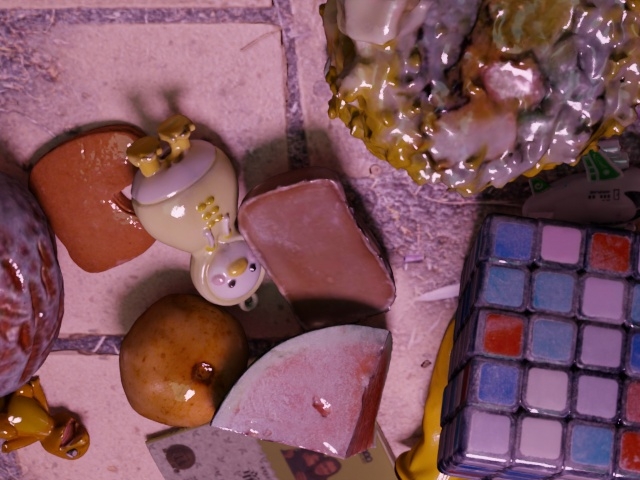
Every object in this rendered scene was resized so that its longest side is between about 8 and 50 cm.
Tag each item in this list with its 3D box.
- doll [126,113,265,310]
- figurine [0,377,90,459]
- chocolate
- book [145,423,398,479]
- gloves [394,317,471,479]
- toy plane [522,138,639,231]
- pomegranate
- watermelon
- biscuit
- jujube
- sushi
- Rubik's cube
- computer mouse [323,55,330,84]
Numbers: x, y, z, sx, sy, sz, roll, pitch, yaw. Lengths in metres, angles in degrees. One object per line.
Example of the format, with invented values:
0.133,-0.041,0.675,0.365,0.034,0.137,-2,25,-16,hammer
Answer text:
-0.146,-0.022,1.551,0.141,0.117,0.296,-42,119,-21,doll
-0.429,0.278,1.795,0.176,0.121,0.122,30,148,-21,figurine
0.001,0.000,1.567,0.161,0.083,0.261,-13,129,18,chocolate
-0.066,0.347,1.810,0.352,0.035,0.239,-19,113,17,book
0.209,0.221,1.669,0.133,0.116,0.294,18,114,-10,gloves
0.338,-0.048,1.498,0.173,0.080,0.174,2,120,4,toy plane
-0.186,0.164,1.645,0.196,0.196,0.196,3,121,5,pomegranate
-0.002,0.217,1.619,0.256,0.260,0.176,-25,80,2,watermelon
-0.284,-0.054,1.601,0.186,0.036,0.192,-20,117,16,biscuit
-0.453,0.047,1.579,0.246,0.215,0.308,33,130,21,jujube
0.168,-0.251,1.247,0.351,0.240,0.397,1,115,-15,sushi
0.304,0.151,1.440,0.286,0.292,0.293,8,163,2,Rubik's cube
0.072,-0.178,1.465,0.089,0.056,0.182,-42,103,3,computer mouse
